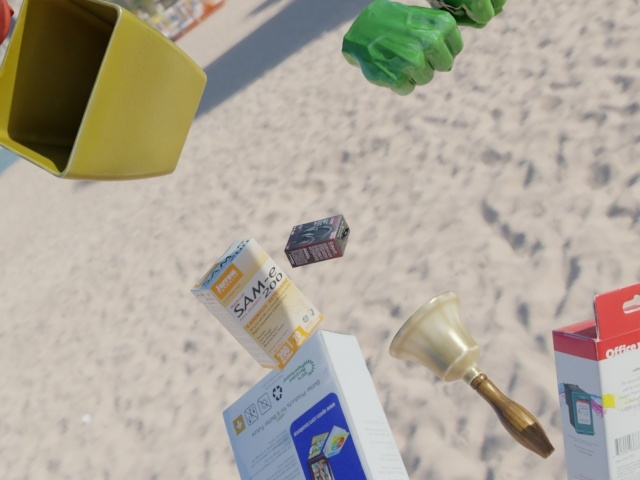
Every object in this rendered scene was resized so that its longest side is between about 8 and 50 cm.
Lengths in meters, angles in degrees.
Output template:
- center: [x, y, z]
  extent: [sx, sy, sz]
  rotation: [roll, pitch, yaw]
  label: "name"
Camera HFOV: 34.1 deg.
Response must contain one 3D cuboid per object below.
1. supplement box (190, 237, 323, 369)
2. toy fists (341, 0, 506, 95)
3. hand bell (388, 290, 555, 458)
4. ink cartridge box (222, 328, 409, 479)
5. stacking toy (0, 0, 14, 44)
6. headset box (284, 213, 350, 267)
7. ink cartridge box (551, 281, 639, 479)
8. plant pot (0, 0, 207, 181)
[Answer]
- center: [-0.053, 0.054, 0.882]
  extent: [0.062, 0.098, 0.036]
  rotation: [-51, 22, -24]
  label: "supplement box"
- center: [0.163, -0.315, 1.442]
  extent: [0.279, 0.096, 0.142]
  rotation: [-48, 44, -13]
  label: "toy fists"
- center: [0.215, 0.194, 1.380]
  extent: [0.126, 0.242, 0.126]
  rotation: [-34, -26, -19]
  label: "hand bell"
- center: [0.018, 0.288, 1.020]
  extent: [0.176, 0.069, 0.371]
  rotation: [-43, 50, 32]
  label: "ink cartridge box"
- center: [-0.497, -0.184, 1.188]
  extent: [0.308, 0.280, 0.130]
  rotation: [-7, -12, -1]
  label: "stacking toy"
- center: [0.000, 0.000, 1.392]
  extent: [0.083, 0.032, 0.062]
  rotation: [-14, 30, 22]
  label: "headset box"
- center: [0.344, 0.157, 1.191]
  extent: [0.134, 0.231, 0.078]
  rotation: [-12, 10, -28]
  label: "ink cartridge box"
- center: [-0.276, -0.187, 1.340]
  extent: [0.212, 0.187, 0.212]
  rotation: [25, 97, 40]
  label: "plant pot"
